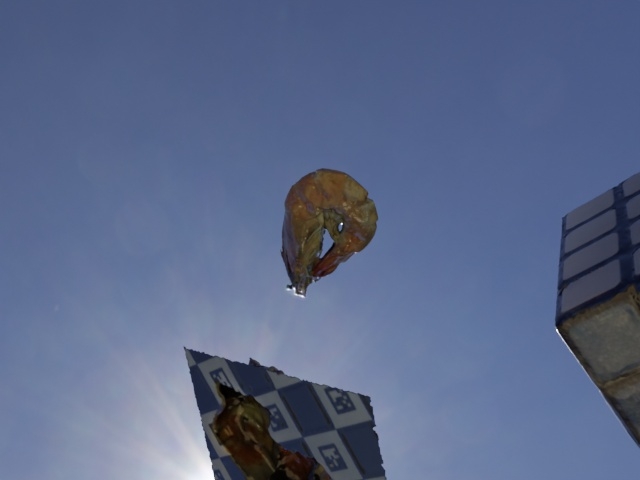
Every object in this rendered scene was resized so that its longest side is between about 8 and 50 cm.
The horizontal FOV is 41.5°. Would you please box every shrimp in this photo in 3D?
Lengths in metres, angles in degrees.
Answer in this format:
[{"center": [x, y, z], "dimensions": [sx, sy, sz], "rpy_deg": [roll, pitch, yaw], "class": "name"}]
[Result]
[{"center": [0.000, 0.000, 0.909], "dimensions": [0.101, 0.042, 0.190], "rpy_deg": [25, -47, 5], "class": "shrimp"}]

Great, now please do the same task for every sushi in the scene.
[{"center": [-0.012, 0.257, 0.945], "dimensions": [0.059, 0.292, 0.293], "rpy_deg": [-29, -62, -43], "class": "sushi"}]

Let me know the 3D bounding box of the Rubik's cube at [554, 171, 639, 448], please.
[{"center": [0.488, 0.078, 0.909], "dimensions": [0.337, 0.343, 0.344], "rpy_deg": [-31, -78, 25], "class": "Rubik's cube"}]
